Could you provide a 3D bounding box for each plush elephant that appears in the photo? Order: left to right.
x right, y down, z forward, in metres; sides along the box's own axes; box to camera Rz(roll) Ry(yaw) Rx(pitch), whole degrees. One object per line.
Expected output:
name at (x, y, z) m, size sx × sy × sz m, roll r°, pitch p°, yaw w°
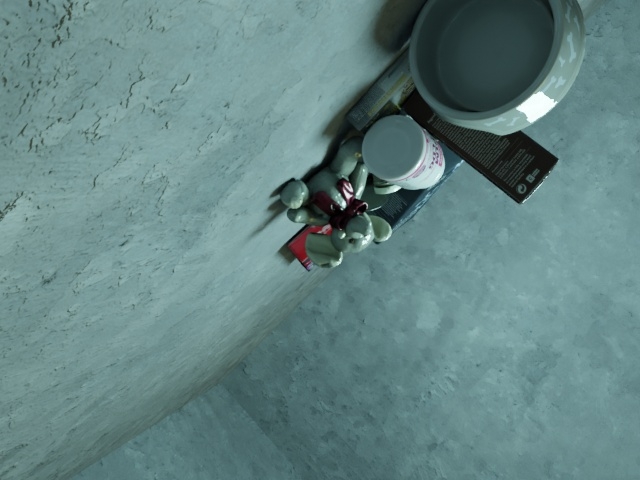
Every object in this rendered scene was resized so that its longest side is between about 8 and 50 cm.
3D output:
plush elephant at (0.059, -0.071, 1.502) m, size 0.272 × 0.255 × 0.330 m, roll -37°, pitch 171°, yaw -14°

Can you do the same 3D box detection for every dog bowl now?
dog bowl at (0.336, -0.390, 1.096) m, size 0.349 × 0.349 × 0.102 m, roll -48°, pitch 157°, yaw 26°

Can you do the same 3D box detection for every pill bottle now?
pill bottle at (0.229, -0.219, 1.420) m, size 0.160 × 0.160 × 0.283 m, roll -46°, pitch 161°, yaw 17°

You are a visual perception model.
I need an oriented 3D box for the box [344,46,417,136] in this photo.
box at (0.176, -0.360, 1.360) m, size 0.231 × 0.056 × 0.183 m, roll -46°, pitch 171°, yaw 11°

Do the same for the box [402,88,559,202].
box at (0.409, -0.261, 1.394) m, size 0.143 × 0.381 × 0.191 m, roll -53°, pitch 166°, yaw 14°

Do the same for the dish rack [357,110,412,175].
dish rack at (0.240, -0.350, 1.638) m, size 0.333 × 0.072 × 0.285 m, roll -39°, pitch 169°, yaw -28°

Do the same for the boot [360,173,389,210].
boot at (0.130, -0.158, 1.772) m, size 0.229 × 0.091 × 0.263 m, roll -13°, pitch -157°, yaw 49°

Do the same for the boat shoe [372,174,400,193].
boat shoe at (0.264, -0.246, 1.661) m, size 0.109 × 0.091 × 0.305 m, roll 6°, pitch -146°, yaw 47°

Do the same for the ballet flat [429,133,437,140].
ballet flat at (0.377, -0.369, 1.628) m, size 0.106 × 0.107 × 0.316 m, roll -37°, pitch 169°, yaw -3°

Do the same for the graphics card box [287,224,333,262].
graphics card box at (0.000, 0.000, 2.093) m, size 0.233 × 0.094 × 0.371 m, roll -41°, pitch 173°, yaw -5°

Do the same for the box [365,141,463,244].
box at (0.325, -0.219, 2.149) m, size 0.293 × 0.212 × 0.395 m, roll -35°, pitch 167°, yaw -41°
